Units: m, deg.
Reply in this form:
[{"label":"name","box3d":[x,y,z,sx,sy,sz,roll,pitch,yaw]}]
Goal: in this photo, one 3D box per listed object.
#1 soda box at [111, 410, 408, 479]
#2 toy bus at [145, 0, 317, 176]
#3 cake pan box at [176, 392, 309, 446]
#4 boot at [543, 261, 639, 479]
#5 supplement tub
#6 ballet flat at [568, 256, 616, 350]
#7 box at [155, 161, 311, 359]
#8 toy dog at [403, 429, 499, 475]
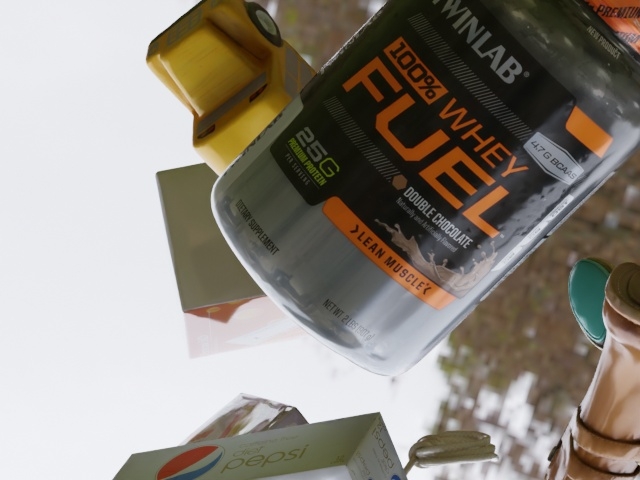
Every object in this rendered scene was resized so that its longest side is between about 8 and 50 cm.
[{"label":"soda box","box3d":[-0.050,0.182,1.406,0.216,0.069,0.074,-13,-160,28]},{"label":"toy bus","box3d":[-0.018,-0.077,1.850,0.332,0.108,0.130,45,-157,-25]},{"label":"cake pan box","box3d":[-0.129,0.272,2.164,0.070,0.245,0.267,51,169,-10]},{"label":"boot","box3d":[0.247,0.135,1.668,0.109,0.220,0.283,35,-172,13]},{"label":"supplement tub","box3d":[0.100,-0.080,1.452,0.207,0.338,0.207,42,-168,-11]},{"label":"ballet flat","box3d":[0.320,0.090,2.023,0.073,0.080,0.232,15,-159,-20]},{"label":"box","box3d":[0.000,0.000,2.245,0.345,0.215,0.168,-11,-107,-5]},{"label":"toy dog","box3d":[0.025,0.285,1.977,0.220,0.161,0.333,3,-175,32]}]
